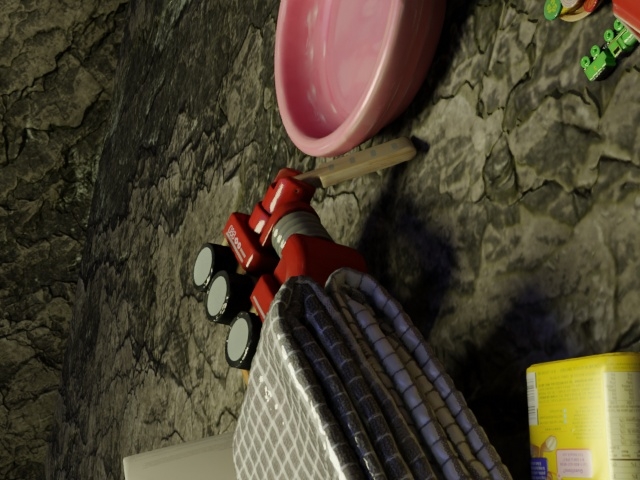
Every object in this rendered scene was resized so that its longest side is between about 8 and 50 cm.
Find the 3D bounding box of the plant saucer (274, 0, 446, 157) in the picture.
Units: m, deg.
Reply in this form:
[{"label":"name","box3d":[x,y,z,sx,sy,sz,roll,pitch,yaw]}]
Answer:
[{"label":"plant saucer","box3d":[0.045,-0.258,1.014,0.332,0.084,0.332,-25,62,61]}]

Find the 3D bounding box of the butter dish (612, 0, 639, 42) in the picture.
[{"label":"butter dish","box3d":[0.256,-0.126,0.489,0.118,0.160,0.160,-47,38,18]}]

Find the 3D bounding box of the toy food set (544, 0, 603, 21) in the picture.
[{"label":"toy food set","box3d":[0.211,-0.219,0.718,0.083,0.020,0.082,154,118,-61]}]

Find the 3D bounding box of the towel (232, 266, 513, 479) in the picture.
[{"label":"towel","box3d":[0.024,0.198,0.725,0.284,0.121,0.235,59,146,37]}]

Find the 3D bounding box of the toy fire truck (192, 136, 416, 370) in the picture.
[{"label":"toy fire truck","box3d":[0.000,0.000,0.921,0.246,0.158,0.217,-63,31,19]}]

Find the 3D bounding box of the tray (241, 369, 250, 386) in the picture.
[{"label":"tray","box3d":[0.011,0.191,1.008,0.411,0.076,0.203,-119,41,-52]}]

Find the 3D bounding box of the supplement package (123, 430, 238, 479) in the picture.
[{"label":"supplement package","box3d":[-0.132,0.353,1.057,0.293,0.177,0.175,173,86,-77]}]

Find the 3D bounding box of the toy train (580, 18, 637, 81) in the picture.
[{"label":"toy train","box3d":[0.229,-0.153,0.671,0.083,0.017,0.024,-53,49,48]}]

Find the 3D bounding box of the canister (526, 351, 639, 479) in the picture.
[{"label":"canister","box3d":[0.198,0.168,0.607,0.126,0.073,0.170,153,121,-62]}]
